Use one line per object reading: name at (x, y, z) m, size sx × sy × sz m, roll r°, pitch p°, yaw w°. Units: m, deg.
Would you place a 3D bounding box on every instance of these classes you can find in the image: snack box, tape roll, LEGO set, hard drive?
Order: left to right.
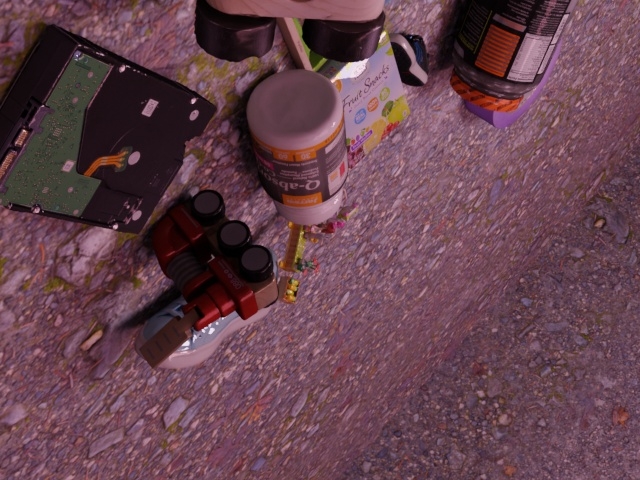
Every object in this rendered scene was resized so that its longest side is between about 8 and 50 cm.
hard drive at (-0.303, -0.137, 1.343) m, size 0.237 × 0.064 × 0.339 m, roll -57°, pitch 157°, yaw 9°
LEGO set at (0.000, 0.000, 1.940) m, size 0.287 × 0.107 × 0.132 m, roll -64°, pitch 155°, yaw -45°
snack box at (0.066, -0.264, 1.792) m, size 0.174 × 0.070 × 0.207 m, roll -45°, pitch 138°, yaw -19°
tape roll at (0.469, -0.411, 2.380) m, size 0.275 × 0.090 × 0.275 m, roll -41°, pitch 153°, yaw -26°

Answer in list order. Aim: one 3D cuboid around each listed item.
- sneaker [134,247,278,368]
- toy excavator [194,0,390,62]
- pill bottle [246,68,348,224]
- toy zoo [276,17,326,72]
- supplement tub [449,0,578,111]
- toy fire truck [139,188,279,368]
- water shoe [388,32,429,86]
sneaker at (-0.204, 0.103, 1.807) m, size 0.366 × 0.135 × 0.150 m, roll -35°, pitch 144°, yaw -55°
toy excavator at (0.027, -0.464, 1.348) m, size 0.433 × 0.445 × 0.222 m, roll 0°, pitch 138°, yaw -10°
pill bottle at (-0.033, -0.153, 1.706) m, size 0.162 × 0.162 × 0.278 m, roll -45°, pitch 155°, yaw -20°
toy zoo at (0.046, -0.427, 1.635) m, size 0.293 × 0.030 × 0.192 m, roll -49°, pitch 156°, yaw -9°
supplement tub at (0.403, -0.453, 2.049) m, size 0.207 × 0.207 × 0.338 m, roll -27°, pitch 146°, yaw -46°
toy fire truck at (-0.217, 0.075, 1.629) m, size 0.246 × 0.217 × 0.158 m, roll -34°, pitch 152°, yaw -16°
water shoe at (0.162, -0.371, 1.912) m, size 0.203 × 0.073 × 0.080 m, roll 39°, pitch 61°, yaw -67°
